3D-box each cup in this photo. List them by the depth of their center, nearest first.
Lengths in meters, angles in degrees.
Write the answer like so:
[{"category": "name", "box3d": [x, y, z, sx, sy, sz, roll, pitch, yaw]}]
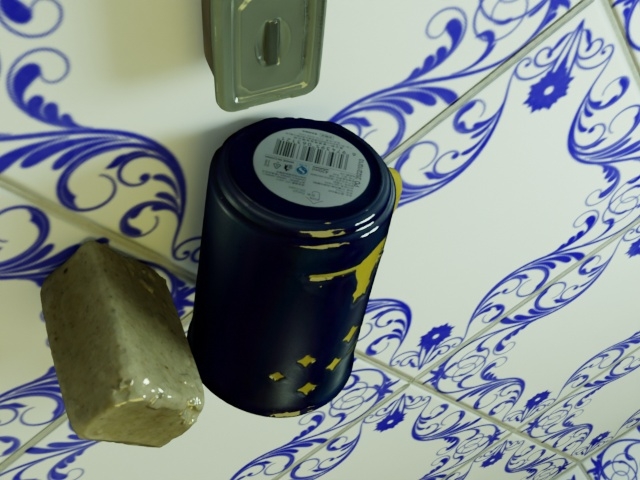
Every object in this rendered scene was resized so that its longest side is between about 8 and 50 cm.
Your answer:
[{"category": "cup", "box3d": [-0.022, -0.003, 0.830, 0.178, 0.255, 0.256, 16, 134, 2]}]

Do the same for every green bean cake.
[{"category": "green bean cake", "box3d": [-0.185, 0.097, 0.781, 0.085, 0.179, 0.109, -37, 142, 14]}]

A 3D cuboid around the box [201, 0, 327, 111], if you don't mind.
[{"category": "box", "box3d": [-0.047, -0.166, 0.641, 0.089, 0.062, 0.122, -16, 143, -18]}]
